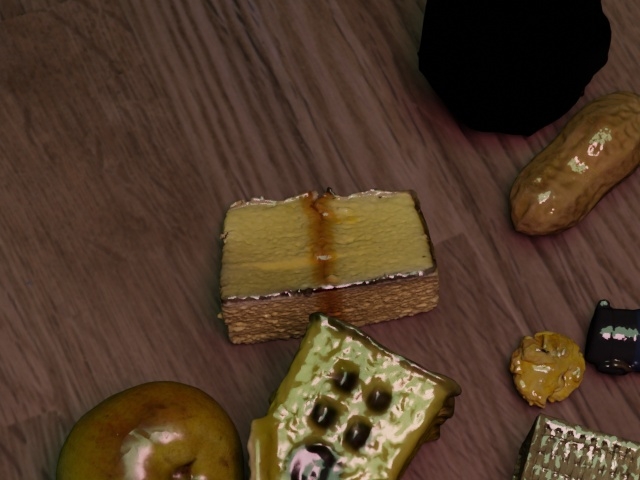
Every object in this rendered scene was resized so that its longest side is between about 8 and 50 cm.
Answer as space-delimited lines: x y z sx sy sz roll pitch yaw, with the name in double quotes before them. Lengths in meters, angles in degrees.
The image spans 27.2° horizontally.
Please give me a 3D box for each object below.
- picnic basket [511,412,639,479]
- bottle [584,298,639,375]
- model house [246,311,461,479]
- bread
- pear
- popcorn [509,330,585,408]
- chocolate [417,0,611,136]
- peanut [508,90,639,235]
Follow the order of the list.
"picnic basket" 0.254 0.297 1.301 0.154 0.134 0.196 17 65 7
"bottle" 0.408 0.116 1.420 0.244 0.072 0.082 7 67 3
"model house" 0.013 0.225 1.302 0.174 0.193 0.234 24 68 5
"bread" 0.000 0.000 1.439 0.240 0.135 0.178 -8 65 -2
"pear" -0.166 0.231 1.302 0.200 0.200 0.200 0 64 0
"popcorn" 0.236 0.132 1.425 0.084 0.084 0.084 0 64 0
"chocolate" 0.213 -0.246 1.579 0.224 0.206 0.177 3 20 -9
"peanut" 0.297 -0.088 1.499 0.226 0.108 0.095 -42 76 -16
